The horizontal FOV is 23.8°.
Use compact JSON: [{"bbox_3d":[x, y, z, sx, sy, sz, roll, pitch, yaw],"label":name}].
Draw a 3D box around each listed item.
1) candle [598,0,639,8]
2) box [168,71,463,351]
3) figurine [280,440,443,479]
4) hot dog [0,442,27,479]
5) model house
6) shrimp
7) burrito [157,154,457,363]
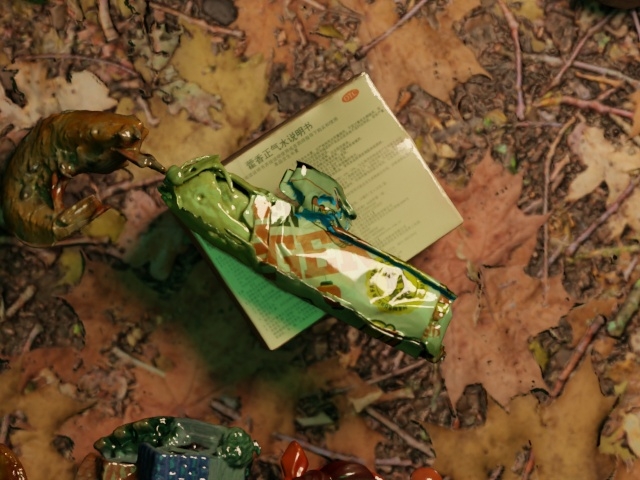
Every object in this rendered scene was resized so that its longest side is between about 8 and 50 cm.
[{"bbox_3d":[0.266,-0.320,1.429,0.168,0.068,0.192,8,84,-5],"label":"candle"},{"bbox_3d":[-0.007,-0.025,1.376,0.212,0.095,0.168,-33,93,-7],"label":"box"},{"bbox_3d":[0.045,0.272,1.354,0.226,0.160,0.183,37,84,4],"label":"figurine"},{"bbox_3d":[-0.303,0.250,1.351,0.099,0.065,0.147,-10,87,-16],"label":"hot dog"},{"bbox_3d":[-0.151,0.214,1.305,0.148,0.149,0.119,9,91,19],"label":"model house"},{"bbox_3d":[-0.211,-0.053,1.332,0.052,0.187,0.132,21,67,-47],"label":"shrimp"},{"bbox_3d":[0.000,0.000,1.301,0.288,0.054,0.104,29,85,-3],"label":"burrito"}]
